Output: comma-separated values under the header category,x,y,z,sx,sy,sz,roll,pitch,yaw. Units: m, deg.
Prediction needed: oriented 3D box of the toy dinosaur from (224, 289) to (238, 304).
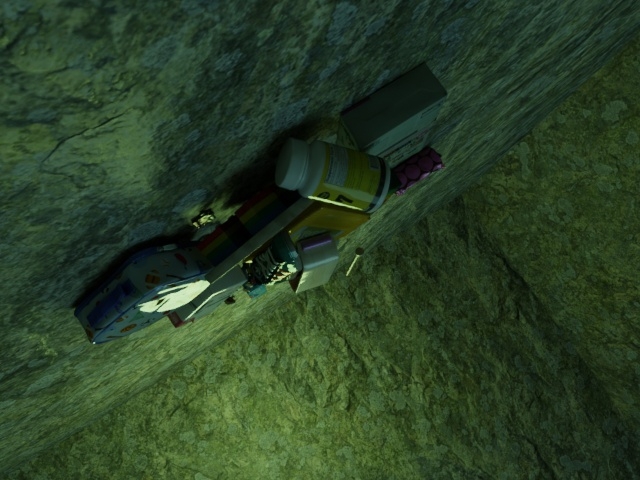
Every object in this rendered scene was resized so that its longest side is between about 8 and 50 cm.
category,x,y,z,sx,sy,sz,roll,pitch,yaw
toy dinosaur,-0.338,0.163,1.795,0.112,0.064,0.212,-36,-157,-35

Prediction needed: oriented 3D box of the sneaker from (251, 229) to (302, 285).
category,x,y,z,sx,sy,sz,roll,pitch,yaw
sneaker,-0.130,0.067,1.548,0.121,0.108,0.302,-22,164,-14

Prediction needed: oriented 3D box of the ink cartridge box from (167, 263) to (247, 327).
category,x,y,z,sx,sy,sz,roll,pitch,yaw
ink cartridge box,-0.344,0.153,1.640,0.218,0.092,0.159,-42,168,34

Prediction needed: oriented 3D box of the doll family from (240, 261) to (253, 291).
category,x,y,z,sx,sy,sz,roll,pitch,yaw
doll family,-0.227,0.095,1.760,0.076,0.111,0.193,16,161,-14

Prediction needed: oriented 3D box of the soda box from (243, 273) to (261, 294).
category,x,y,z,sx,sy,sz,roll,pitch,yaw
soda box,-0.255,0.173,2.108,0.071,0.067,0.210,-32,170,-9

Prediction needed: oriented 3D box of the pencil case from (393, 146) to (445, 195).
category,x,y,z,sx,sy,sz,roll,pitch,yaw
pencil case,0.324,-0.235,1.917,0.209,0.098,0.095,-33,171,1

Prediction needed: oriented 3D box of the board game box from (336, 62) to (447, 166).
category,x,y,z,sx,sy,sz,roll,pitch,yaw
board game box,0.150,-0.248,1.283,0.224,0.097,0.303,-32,169,-8

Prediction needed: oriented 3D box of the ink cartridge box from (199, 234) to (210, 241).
category,x,y,z,sx,sy,sz,roll,pitch,yaw
ink cartridge box,-0.288,0.038,1.371,0.122,0.052,0.088,-37,170,26

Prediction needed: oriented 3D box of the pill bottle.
category,x,y,z,sx,sy,sz,roll,pitch,yaw
pill bottle,0.023,-0.132,1.105,0.209,0.119,0.119,12,150,-20

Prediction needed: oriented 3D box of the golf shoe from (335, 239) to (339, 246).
category,x,y,z,sx,sy,sz,roll,pitch,yaw
golf shoe,0.000,0.000,1.978,0.140,0.115,0.306,-44,168,31

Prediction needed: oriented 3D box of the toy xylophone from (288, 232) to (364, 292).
category,x,y,z,sx,sy,sz,roll,pitch,yaw
toy xylophone,-0.002,0.077,1.761,0.236,0.081,0.322,-14,160,-24

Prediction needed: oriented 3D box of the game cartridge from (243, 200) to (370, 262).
category,x,y,z,sx,sy,sz,roll,pitch,yaw
game cartridge,-0.037,-0.020,1.651,0.324,0.052,0.285,-31,160,31

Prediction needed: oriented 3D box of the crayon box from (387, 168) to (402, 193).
category,x,y,z,sx,sy,sz,roll,pitch,yaw
crayon box,0.098,-0.113,1.824,0.319,0.081,0.202,-27,169,-32

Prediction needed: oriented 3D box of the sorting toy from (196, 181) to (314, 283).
category,x,y,z,sx,sy,sz,roll,pitch,yaw
sorting toy,-0.128,-0.051,1.203,0.257,0.089,0.255,-36,-174,36

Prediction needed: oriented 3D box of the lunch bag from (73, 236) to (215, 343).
category,x,y,z,sx,sy,sz,roll,pitch,yaw
lunch bag,-0.386,0.109,1.224,0.303,0.115,0.243,-38,167,29

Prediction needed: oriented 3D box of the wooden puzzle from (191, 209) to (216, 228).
category,x,y,z,sx,sy,sz,roll,pitch,yaw
wooden puzzle,-0.254,-0.046,1.204,0.049,0.006,0.083,-33,170,-7
